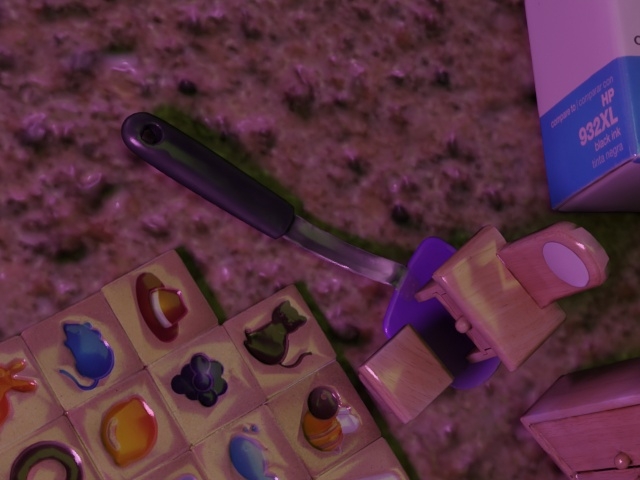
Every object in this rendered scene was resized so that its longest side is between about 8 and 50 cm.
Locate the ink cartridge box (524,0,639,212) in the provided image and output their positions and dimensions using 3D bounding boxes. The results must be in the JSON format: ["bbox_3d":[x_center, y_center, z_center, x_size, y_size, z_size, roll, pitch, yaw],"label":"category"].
[{"bbox_3d":[0.268,-0.182,1.110,0.223,0.129,0.307,0,74,-17],"label":"ink cartridge box"}]

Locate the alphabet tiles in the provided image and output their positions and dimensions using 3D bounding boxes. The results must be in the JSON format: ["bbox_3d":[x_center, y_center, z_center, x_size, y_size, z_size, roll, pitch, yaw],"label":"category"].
[{"bbox_3d":[-0.112,0.178,0.952,0.342,0.011,0.285,-29,84,-22],"label":"alphabet tiles"}]

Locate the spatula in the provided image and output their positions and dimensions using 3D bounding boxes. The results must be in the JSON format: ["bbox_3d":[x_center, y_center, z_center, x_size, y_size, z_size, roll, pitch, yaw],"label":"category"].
[{"bbox_3d":[0.000,0.000,1.027,0.296,0.030,0.084,29,71,-7],"label":"spatula"}]

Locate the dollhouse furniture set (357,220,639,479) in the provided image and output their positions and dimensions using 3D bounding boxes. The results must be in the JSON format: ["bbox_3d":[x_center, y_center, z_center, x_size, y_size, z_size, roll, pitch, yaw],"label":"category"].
[{"bbox_3d":[0.089,0.205,0.903,0.355,0.174,0.303,-41,94,-23],"label":"dollhouse furniture set"}]
